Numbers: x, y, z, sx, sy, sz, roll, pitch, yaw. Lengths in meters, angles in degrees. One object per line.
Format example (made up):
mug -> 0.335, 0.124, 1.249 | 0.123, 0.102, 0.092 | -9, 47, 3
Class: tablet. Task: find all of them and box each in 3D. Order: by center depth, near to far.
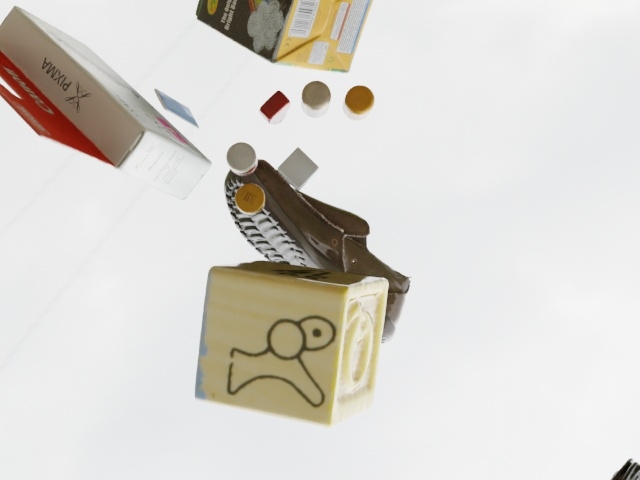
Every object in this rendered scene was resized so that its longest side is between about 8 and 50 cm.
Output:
tablet -> -0.229, -0.209, 2.007 | 0.006, 0.083, 0.054 | -42, -128, 16

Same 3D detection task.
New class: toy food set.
toy food set -> -0.039, -0.133, 1.686 | 0.232, 0.111, 0.104 | -47, 179, -3

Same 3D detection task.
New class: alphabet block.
alphabet block -> -0.036, 0.133, 1.708 | 0.197, 0.192, 0.193 | 9, -173, 19

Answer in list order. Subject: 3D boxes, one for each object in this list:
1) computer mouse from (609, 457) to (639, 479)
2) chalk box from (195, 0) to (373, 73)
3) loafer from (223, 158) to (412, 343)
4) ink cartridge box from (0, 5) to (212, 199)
computer mouse -> 0.177, 0.303, 1.050 | 0.060, 0.262, 0.184 | 45, -146, 16
chalk box -> -0.076, -0.416, 2.102 | 0.289, 0.179, 0.180 | 37, -64, 40
loafer -> 0.000, 0.000, 1.930 | 0.130, 0.366, 0.134 | -52, -158, -24
ink cartridge box -> -0.277, -0.169, 1.368 | 0.275, 0.239, 0.060 | 43, -82, 32
